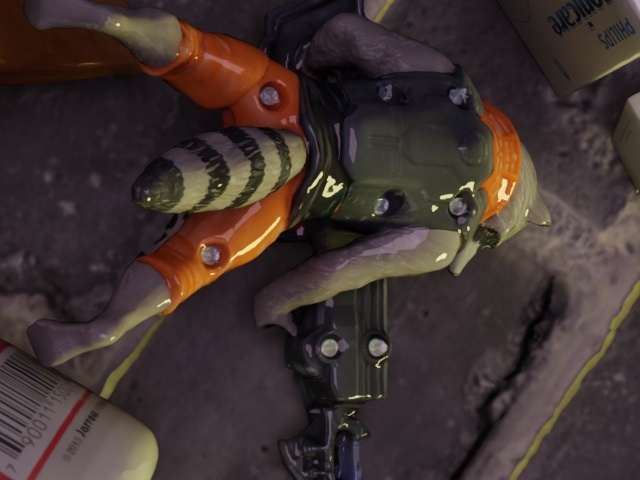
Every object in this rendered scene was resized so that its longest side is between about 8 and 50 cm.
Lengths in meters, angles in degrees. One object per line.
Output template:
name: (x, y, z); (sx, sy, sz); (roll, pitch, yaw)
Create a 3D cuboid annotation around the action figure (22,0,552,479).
action figure: (0.000, 0.000, 0.893); (0.330, 0.178, 0.341); (-6, 90, -35)

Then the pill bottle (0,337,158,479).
pill bottle: (-0.314, 0.104, 0.853); (0.408, 0.229, 0.229); (31, 85, -3)

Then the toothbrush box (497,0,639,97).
toothbrush box: (0.137, -0.249, 0.918); (0.126, 0.216, 0.295); (-32, 90, -6)

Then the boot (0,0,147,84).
boot: (-0.208, -0.081, 0.864); (0.280, 0.096, 0.264); (-15, 61, -47)

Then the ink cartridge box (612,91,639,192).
ink cartridge box: (0.297, -0.007, 0.963); (0.134, 0.078, 0.231); (-26, 74, -6)
